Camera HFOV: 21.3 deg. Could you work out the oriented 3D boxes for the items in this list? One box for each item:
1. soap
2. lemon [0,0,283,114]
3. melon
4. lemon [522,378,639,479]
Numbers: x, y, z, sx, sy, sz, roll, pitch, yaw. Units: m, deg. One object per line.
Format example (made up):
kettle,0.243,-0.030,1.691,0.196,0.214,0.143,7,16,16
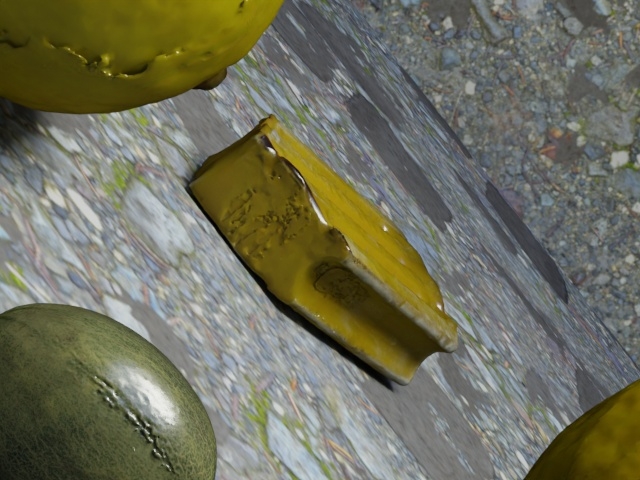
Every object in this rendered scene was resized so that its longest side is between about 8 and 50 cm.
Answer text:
soap,0.000,0.000,1.385,0.257,0.080,0.160,38,18,-45
lemon,-0.148,-0.222,1.023,0.297,0.297,0.297,49,13,-16
melon,-0.104,0.085,0.761,0.130,0.098,0.098,49,13,-14
lemon,0.277,0.240,1.173,0.364,0.364,0.364,49,13,-16
